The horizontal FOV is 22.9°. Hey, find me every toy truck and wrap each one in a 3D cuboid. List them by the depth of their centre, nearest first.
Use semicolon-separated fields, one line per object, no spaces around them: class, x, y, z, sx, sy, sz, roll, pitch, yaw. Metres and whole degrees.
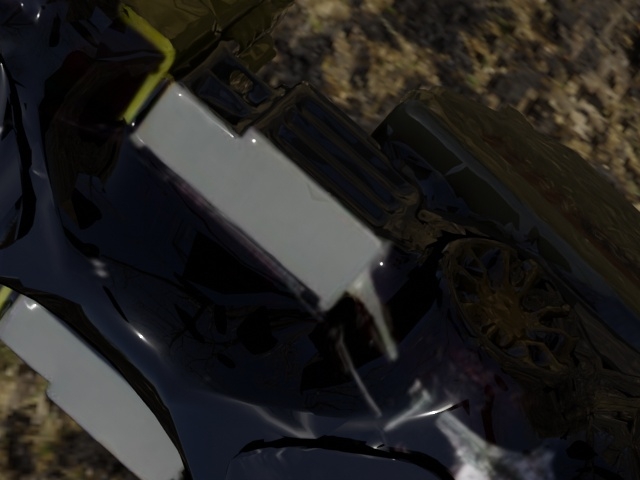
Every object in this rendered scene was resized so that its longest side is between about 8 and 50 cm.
toy truck;0.000;0.000;0.590;0.405;0.254;0.181;41;125;0
